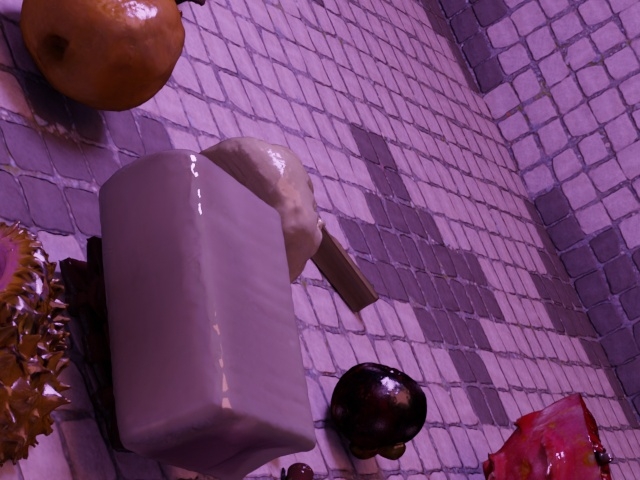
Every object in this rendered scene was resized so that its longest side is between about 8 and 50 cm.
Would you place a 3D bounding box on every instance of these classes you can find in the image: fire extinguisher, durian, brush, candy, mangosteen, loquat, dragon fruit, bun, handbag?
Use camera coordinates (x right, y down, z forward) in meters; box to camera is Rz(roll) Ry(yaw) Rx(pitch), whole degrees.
[{"bbox_3d":[-0.033,0.347,1.866,0.056,0.039,0.132,21,32,-6],"label":"fire extinguisher"},{"bbox_3d":[-0.314,0.105,1.467,0.191,0.112,0.341,50,21,-18],"label":"durian"},{"bbox_3d":[0.000,0.000,2.364,0.282,0.054,0.048,52,14,-19],"label":"brush"},{"bbox_3d":[-0.132,0.087,1.638,0.208,0.145,0.359,31,41,-47],"label":"candy"},{"bbox_3d":[0.084,0.258,2.112,0.152,0.152,0.152,47,25,-30],"label":"mangosteen"},{"bbox_3d":[-0.295,-0.282,1.901,0.238,0.193,0.238,22,41,-21],"label":"loquat"},{"bbox_3d":[0.402,0.460,2.409,0.371,0.249,0.386,58,19,-51],"label":"dragon fruit"},{"bbox_3d":[-0.092,-0.030,1.974,0.145,0.229,0.229,-5,66,-52],"label":"bun"},{"bbox_3d":[-0.190,0.139,1.745,0.275,0.084,0.260,21,46,-56],"label":"handbag"}]

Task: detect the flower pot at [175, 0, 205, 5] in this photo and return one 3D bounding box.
[{"bbox_3d":[-0.267,-0.475,2.349,0.179,0.084,0.251,49,25,-27],"label":"flower pot"}]
